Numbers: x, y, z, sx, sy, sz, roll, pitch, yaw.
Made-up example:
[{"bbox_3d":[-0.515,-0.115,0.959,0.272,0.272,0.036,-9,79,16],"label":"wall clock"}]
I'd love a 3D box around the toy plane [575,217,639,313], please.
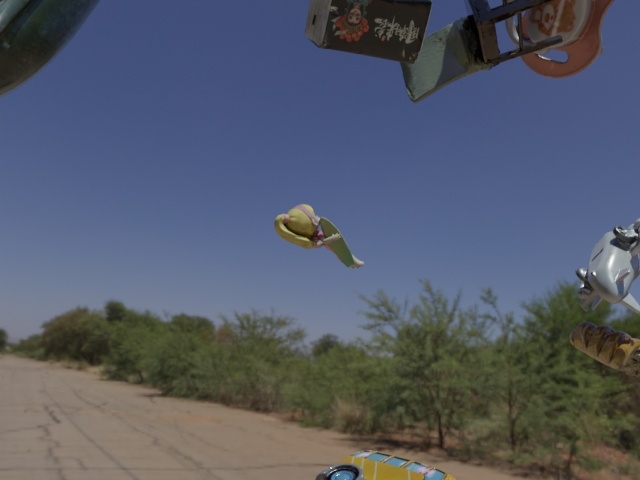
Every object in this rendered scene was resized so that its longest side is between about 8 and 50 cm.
[{"bbox_3d":[0.659,0.063,1.320,0.118,0.252,0.252,31,-10,7],"label":"toy plane"}]

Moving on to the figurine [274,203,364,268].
[{"bbox_3d":[0.000,0.000,1.116,0.187,0.083,0.083,39,-23,-14],"label":"figurine"}]

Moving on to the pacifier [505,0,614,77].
[{"bbox_3d":[0.628,-0.582,1.491,0.272,0.332,0.220,0,31,-10],"label":"pacifier"}]

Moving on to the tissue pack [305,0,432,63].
[{"bbox_3d":[0.073,-0.334,0.888,0.170,0.103,0.090,-1,31,-27],"label":"tissue pack"}]

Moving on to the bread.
[{"bbox_3d":[0.654,0.240,1.332,0.119,0.084,0.177,20,4,-40],"label":"bread"}]

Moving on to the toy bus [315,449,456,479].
[{"bbox_3d":[0.107,0.387,0.863,0.209,0.126,0.136,0,12,38],"label":"toy bus"}]

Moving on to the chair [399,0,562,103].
[{"bbox_3d":[0.296,-0.425,1.169,0.318,0.160,0.186,-17,-24,16],"label":"chair"}]

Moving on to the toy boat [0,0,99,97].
[{"bbox_3d":[-0.204,-0.196,0.428,0.078,0.261,0.085,-6,-37,44],"label":"toy boat"}]
